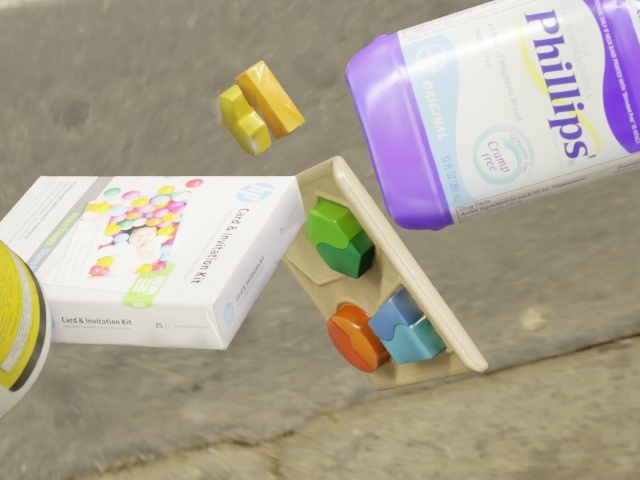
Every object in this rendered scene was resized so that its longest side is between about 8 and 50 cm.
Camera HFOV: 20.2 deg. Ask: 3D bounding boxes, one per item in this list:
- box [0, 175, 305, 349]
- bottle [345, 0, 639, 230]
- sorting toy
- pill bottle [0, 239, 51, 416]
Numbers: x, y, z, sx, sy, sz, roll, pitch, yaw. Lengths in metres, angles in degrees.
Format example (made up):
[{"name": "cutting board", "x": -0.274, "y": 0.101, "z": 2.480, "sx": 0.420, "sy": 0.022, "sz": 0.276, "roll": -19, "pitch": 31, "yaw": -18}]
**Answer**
[{"name": "box", "x": -0.121, "y": 0.011, "z": 1.116, "sx": 0.186, "sy": 0.145, "sz": 0.038, "roll": 2, "pitch": 123, "yaw": 21}, {"name": "bottle", "x": 0.161, "y": -0.095, "z": 1.017, "sx": 0.282, "sy": 0.092, "sz": 0.118, "roll": -16, "pitch": 94, "yaw": 6}, {"name": "sorting toy", "x": 0.000, "y": 0.000, "z": 1.516, "sx": 0.041, "sy": 0.229, "sz": 0.307, "roll": -38, "pitch": 98, "yaw": -21}, {"name": "pill bottle", "x": -0.230, "y": 0.024, "z": 0.955, "sx": 0.119, "sy": 0.208, "sz": 0.119, "roll": -4, "pitch": 70, "yaw": 10}]
